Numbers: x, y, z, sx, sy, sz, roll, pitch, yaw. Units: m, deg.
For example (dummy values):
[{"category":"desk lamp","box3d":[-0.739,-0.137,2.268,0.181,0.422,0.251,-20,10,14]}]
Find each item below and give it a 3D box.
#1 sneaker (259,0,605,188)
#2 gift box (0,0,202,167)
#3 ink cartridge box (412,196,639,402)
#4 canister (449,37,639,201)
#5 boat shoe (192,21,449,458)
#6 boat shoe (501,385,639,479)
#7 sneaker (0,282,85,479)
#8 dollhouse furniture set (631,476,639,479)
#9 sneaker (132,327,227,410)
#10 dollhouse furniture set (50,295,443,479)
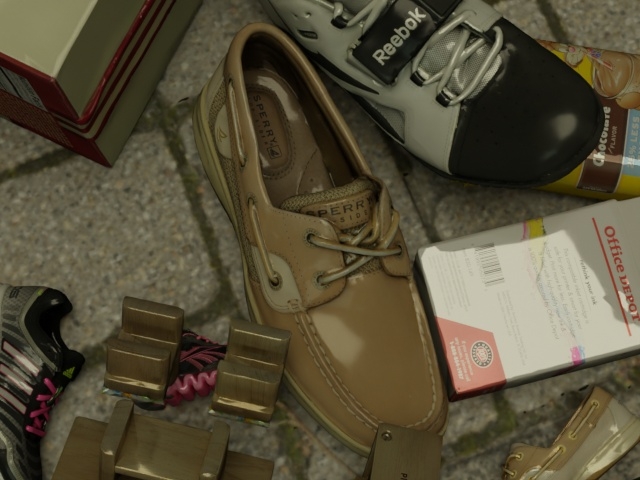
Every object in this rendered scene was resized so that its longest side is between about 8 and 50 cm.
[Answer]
[{"category":"sneaker","box3d":[0.051,-0.152,0.855,0.330,0.146,0.122,35,88,29]},{"category":"gift box","box3d":[-0.226,-0.246,0.879,0.276,0.255,0.258,28,79,1]},{"category":"ink cartridge box","box3d":[0.180,0.042,0.896,0.198,0.067,0.115,-13,76,-2]},{"category":"canister","box3d":[0.194,-0.096,0.930,0.170,0.073,0.126,9,75,1]},{"category":"boat shoe","box3d":[0.000,0.000,0.871,0.121,0.110,0.341,-21,74,-24]},{"category":"boat shoe","box3d":[0.162,0.172,0.868,0.170,0.063,0.059,-36,75,-18]},{"category":"sneaker","box3d":[-0.214,0.108,0.882,0.075,0.063,0.170,-8,71,4]},{"category":"dollhouse furniture set","box3d":[0.308,0.309,0.781,0.197,0.151,0.301,0,76,0]},{"category":"sneaker","box3d":[-0.089,0.090,0.900,0.119,0.047,0.057,-11,64,-4]},{"category":"dollhouse furniture set","box3d":[-0.057,0.188,0.788,0.242,0.161,0.212,13,46,1]}]
